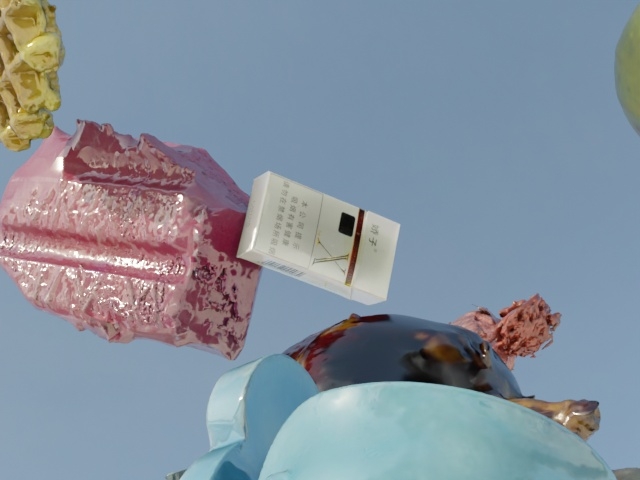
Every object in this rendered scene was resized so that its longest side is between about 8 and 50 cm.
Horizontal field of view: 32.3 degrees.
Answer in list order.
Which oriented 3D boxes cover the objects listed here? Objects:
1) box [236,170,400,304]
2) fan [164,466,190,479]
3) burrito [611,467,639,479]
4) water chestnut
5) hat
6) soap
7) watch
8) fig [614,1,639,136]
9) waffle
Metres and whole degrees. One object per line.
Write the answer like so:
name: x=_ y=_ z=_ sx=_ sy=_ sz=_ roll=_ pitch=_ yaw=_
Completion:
box: x=0.000 y=0.000 z=1.076 sx=0.154 sy=0.083 sz=0.040 roll=21 pitch=-24 yaw=-24
fan: x=-0.081 y=0.241 z=1.244 sx=0.193 sy=0.038 sz=0.016 roll=-16 pitch=-99 yaw=-16
burrito: x=0.379 y=0.334 z=1.355 sx=0.348 sy=0.107 sz=0.175 roll=-19 pitch=-29 yaw=35
water chestnut: x=0.097 y=0.203 z=0.922 sx=0.335 sy=0.335 sz=0.347 roll=35 pitch=-57 yaw=-27
hat: x=0.157 y=0.153 z=1.315 sx=0.286 sy=0.236 sz=0.107 roll=-39 pitch=-81 yaw=21
soap: x=-0.206 y=-0.007 z=1.151 sx=0.127 sy=0.325 sz=0.220 roll=23 pitch=-100 yaw=-54
watch: x=0.036 y=0.152 z=0.486 sx=0.193 sy=0.211 sz=0.211 roll=-11 pitch=-54 yaw=26
fig: x=0.356 y=-0.141 z=0.931 sx=0.203 sy=0.225 sz=0.202 roll=5 pitch=-65 yaw=12
waffle: x=-0.312 y=-0.215 z=1.056 sx=0.056 sy=0.249 sz=0.253 roll=-16 pitch=-39 yaw=-32
